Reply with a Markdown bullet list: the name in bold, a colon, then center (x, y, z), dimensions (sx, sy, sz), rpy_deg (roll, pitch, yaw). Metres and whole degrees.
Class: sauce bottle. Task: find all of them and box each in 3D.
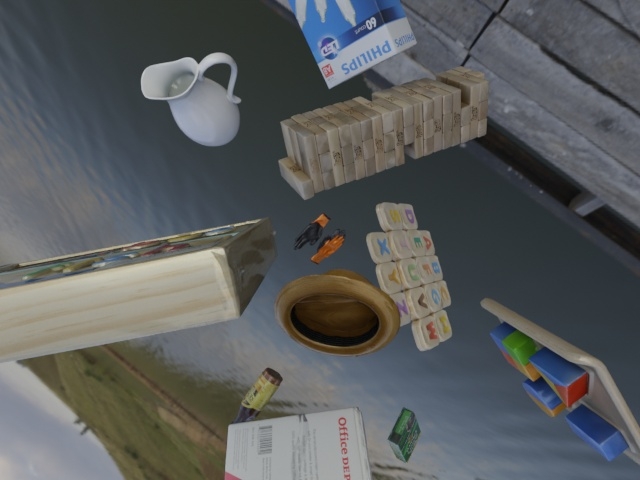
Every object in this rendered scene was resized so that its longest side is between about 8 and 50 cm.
- **sauce bottle**: center (-0.119, 0.293, 0.841), dimensions (0.042, 0.128, 0.042), rpy_deg (35, -179, -1)

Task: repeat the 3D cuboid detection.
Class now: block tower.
- **block tower**: center (0.102, -0.171, 0.701), dimensions (0.091, 0.336, 0.097), rpy_deg (49, 156, 50)

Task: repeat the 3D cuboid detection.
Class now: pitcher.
- **pitcher**: center (-0.222, -0.282, 0.928), dimensions (0.178, 0.125, 0.207), rpy_deg (-16, 161, 11)

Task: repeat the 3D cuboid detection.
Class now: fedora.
- **fedora**: center (0.027, 0.101, 0.723), dimensions (0.195, 0.079, 0.194), rpy_deg (5, 128, 7)

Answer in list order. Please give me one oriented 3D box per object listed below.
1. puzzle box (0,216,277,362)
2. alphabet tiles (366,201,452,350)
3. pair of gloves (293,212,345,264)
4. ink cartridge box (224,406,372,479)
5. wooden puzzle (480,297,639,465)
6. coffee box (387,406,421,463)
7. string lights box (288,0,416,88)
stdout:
- **puzzle box**: center (-0.252, 0.046, 0.432), dimensions (0.272, 0.410, 0.052), rpy_deg (-93, -7, -83)
- **alphabet tiles**: center (0.183, 0.061, 0.894), dimensions (0.021, 0.278, 0.283), rpy_deg (-22, 78, 33)
- **pair of gloves**: center (0.000, 0.000, 0.732), dimensions (0.083, 0.074, 0.010), rpy_deg (38, -169, -45)
- **ink cartridge box**: center (-0.030, 0.362, 0.720), dimensions (0.218, 0.158, 0.092), rpy_deg (-10, 131, 3)
- **wooden puzzle**: center (0.482, 0.295, 0.930), dimensions (0.347, 0.080, 0.322), rpy_deg (50, 178, -16)
- **coffee box**: center (0.259, 0.596, 1.411), dimensions (0.041, 0.113, 0.184), rpy_deg (17, 147, 32)
- **string lights box**: center (0.022, -0.376, 0.675), dimensions (0.133, 0.077, 0.259), rpy_deg (-14, 110, 42)
